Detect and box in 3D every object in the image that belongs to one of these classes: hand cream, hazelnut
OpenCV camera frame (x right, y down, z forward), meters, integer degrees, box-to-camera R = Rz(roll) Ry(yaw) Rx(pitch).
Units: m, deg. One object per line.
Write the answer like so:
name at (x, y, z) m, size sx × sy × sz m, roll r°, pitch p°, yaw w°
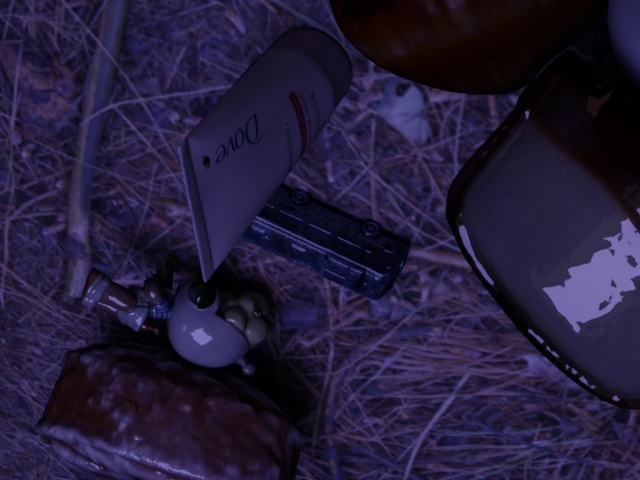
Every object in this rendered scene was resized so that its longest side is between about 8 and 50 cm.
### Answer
hand cream at (-0.056, -0.092, 1.301) m, size 0.083 × 0.248 × 0.133 m, roll 7°, pitch 130°, yaw 23°
hazelnut at (0.108, -0.207, 1.172) m, size 0.229 × 0.229 × 0.229 m, roll 13°, pitch 131°, yaw 16°

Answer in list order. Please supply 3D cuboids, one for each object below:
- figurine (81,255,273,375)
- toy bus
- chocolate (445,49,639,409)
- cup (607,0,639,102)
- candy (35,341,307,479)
figurine at (-0.143, 0.067, 1.566) m, size 0.197 × 0.093 × 0.147 m, roll 28°, pitch 159°, yaw -7°
toy bus at (0.000, 0.000, 1.473) m, size 0.166 × 0.065 × 0.047 m, roll 25°, pitch 132°, yaw 7°
chocolate at (0.224, 0.006, 1.158) m, size 0.283 × 0.283 × 0.186 m, roll 38°, pitch 102°, yaw -7°
cup at (0.339, -0.215, 1.040) m, size 0.212 × 0.212 × 0.317 m, roll 29°, pitch 134°, yaw 1°
candy at (-0.155, 0.201, 1.629) m, size 0.289 × 0.157 × 0.214 m, roll 15°, pitch 169°, yaw 13°
